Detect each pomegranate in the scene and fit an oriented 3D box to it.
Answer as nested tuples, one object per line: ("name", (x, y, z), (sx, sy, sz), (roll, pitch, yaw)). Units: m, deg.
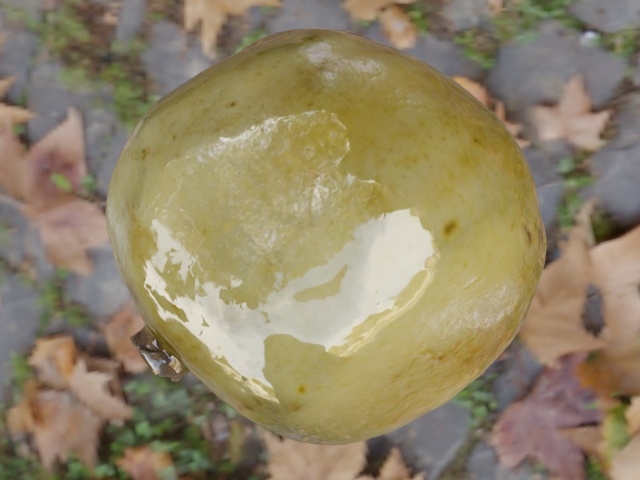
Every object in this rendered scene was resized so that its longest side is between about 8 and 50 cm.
("pomegranate", (0.000, 0.000, 1.367), (0.333, 0.332, 0.332), (4, 98, 31))
